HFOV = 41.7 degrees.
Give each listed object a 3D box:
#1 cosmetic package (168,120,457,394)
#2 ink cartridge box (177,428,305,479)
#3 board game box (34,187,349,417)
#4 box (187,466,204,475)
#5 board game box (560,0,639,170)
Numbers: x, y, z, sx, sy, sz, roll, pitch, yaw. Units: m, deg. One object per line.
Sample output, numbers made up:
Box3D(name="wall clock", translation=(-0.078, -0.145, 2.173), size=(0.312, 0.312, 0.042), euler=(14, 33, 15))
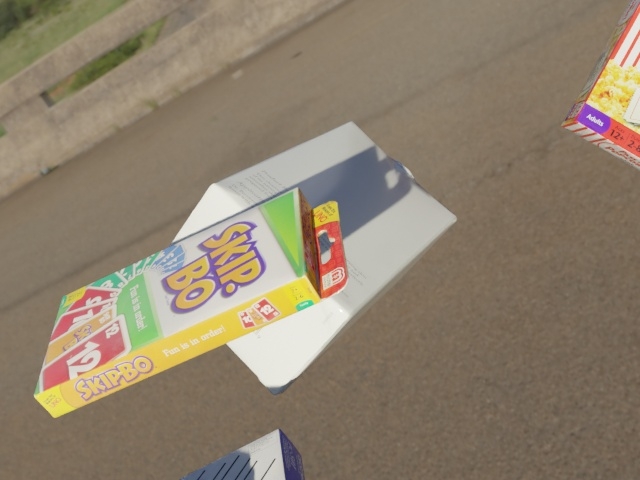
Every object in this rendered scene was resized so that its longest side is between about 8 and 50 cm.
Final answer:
Box3D(name="cosmetic package", translation=(0.000, 0.000, 1.070), size=(0.156, 0.217, 0.385), euler=(-50, -10, 30))
Box3D(name="ink cartridge box", translation=(-0.110, 0.255, 0.736), size=(0.207, 0.046, 0.097), euler=(-28, 29, 8))
Box3D(name="board game box", translation=(-0.102, 0.043, 0.670), size=(0.259, 0.039, 0.124), euler=(-22, 34, 11))
Box3D(name="box", translation=(-0.105, 0.319, 0.895), size=(0.028, 0.081, 0.136), euler=(-12, 46, -47))
Box3D(name="board game box", translation=(0.351, -0.164, 0.831), size=(0.193, 0.146, 0.045), euler=(-62, 4, -1))
